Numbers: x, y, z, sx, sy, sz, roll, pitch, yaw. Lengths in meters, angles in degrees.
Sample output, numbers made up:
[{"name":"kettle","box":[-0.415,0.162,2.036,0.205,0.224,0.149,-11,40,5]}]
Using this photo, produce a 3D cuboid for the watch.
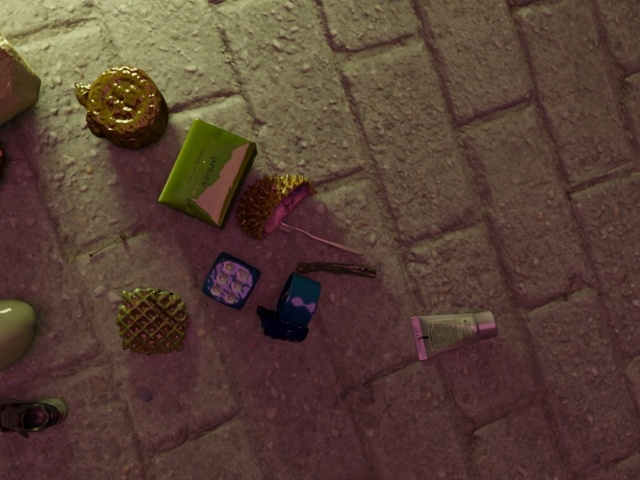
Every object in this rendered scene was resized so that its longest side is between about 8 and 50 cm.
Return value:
[{"name":"watch","box":[-0.085,0.205,1.659,0.171,0.196,0.200,24,92,-19]}]

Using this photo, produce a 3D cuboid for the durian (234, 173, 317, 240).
[{"name":"durian","box":[-0.164,-0.131,1.687,0.186,0.154,0.260,24,67,22]}]

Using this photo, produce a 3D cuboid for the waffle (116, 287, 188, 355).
[{"name":"waffle","box":[-0.516,0.251,1.644,0.214,0.054,0.208,2,86,-16]}]

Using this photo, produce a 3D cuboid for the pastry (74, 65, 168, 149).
[{"name":"pastry","box":[-0.583,-0.392,1.613,0.235,0.132,0.240,-22,87,-1]}]

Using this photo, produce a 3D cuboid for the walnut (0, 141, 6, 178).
[{"name":"walnut","box":[-0.994,-0.228,1.555,0.142,0.069,0.170,8,89,-12]}]

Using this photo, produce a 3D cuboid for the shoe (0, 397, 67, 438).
[{"name":"shoe","box":[-0.863,0.520,1.541,0.227,0.125,0.099,-3,93,-12]}]

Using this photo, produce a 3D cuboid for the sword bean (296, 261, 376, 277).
[{"name":"sword bean","box":[0.053,0.096,1.762,0.269,0.038,0.043,4,63,-10]}]

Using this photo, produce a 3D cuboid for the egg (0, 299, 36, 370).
[{"name":"egg","box":[-0.920,0.272,1.501,0.253,0.186,0.186,-44,97,-6]}]

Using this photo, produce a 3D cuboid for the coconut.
[{"name":"coconut","box":[-0.969,-0.441,1.454,0.309,0.297,0.297,-42,96,-12]}]

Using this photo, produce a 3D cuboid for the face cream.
[{"name":"face cream","box":[0.455,0.312,1.815,0.273,0.096,0.154,-11,94,2]}]

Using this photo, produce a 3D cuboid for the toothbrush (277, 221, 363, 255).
[{"name":"toothbrush","box":[0.000,0.000,1.759,0.307,0.025,0.030,20,94,-9]}]

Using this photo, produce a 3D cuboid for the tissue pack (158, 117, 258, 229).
[{"name":"tissue pack","box":[-0.335,-0.196,1.621,0.200,0.167,0.275,23,86,-2]}]

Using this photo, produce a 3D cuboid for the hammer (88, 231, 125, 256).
[{"name":"hammer","box":[-0.658,0.015,1.643,0.123,0.014,0.029,-33,87,-7]}]

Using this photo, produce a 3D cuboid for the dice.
[{"name":"dice","box":[-0.276,0.123,1.647,0.146,0.146,0.143,27,87,-5]}]
